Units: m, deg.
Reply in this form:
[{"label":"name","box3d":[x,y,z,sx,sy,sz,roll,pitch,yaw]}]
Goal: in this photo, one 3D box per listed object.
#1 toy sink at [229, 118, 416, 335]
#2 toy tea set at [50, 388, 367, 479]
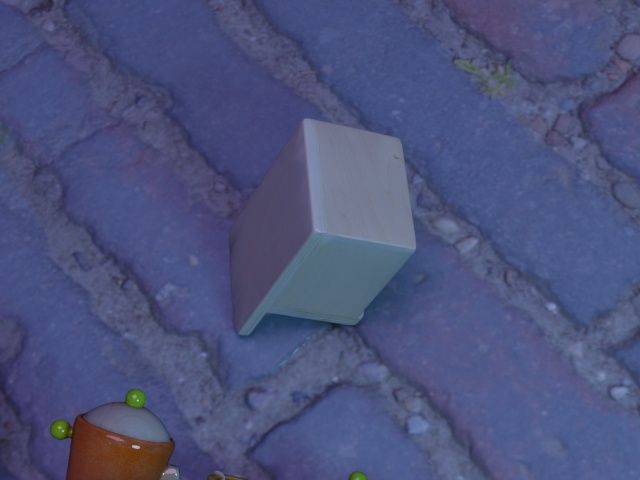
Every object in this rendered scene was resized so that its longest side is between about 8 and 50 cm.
[{"label":"toy sink","box3d":[0.000,0.000,1.441,0.131,0.234,0.152,10,53,-22]},{"label":"toy tea set","box3d":[-0.086,0.226,1.202,0.200,0.336,0.124,16,90,49]}]
